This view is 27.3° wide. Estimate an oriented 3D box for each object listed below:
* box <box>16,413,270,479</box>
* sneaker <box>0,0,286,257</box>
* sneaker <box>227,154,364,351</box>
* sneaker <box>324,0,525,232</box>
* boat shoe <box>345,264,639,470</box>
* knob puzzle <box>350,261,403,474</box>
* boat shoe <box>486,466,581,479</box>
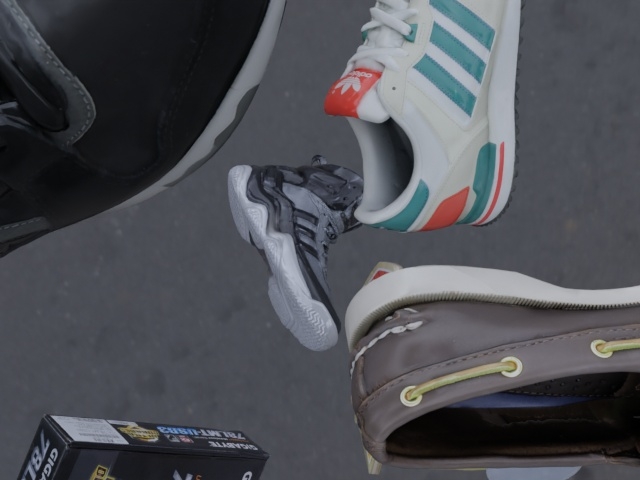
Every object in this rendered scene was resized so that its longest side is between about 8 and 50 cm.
[{"bbox_3d":[-0.233,0.349,1.510,0.073,0.293,0.295,35,105,46],"label":"box"},{"bbox_3d":[-0.127,-0.020,0.387,0.107,0.283,0.124,53,34,-5],"label":"sneaker"},{"bbox_3d":[0.000,0.000,1.547,0.153,0.101,0.268,-18,55,-16],"label":"sneaker"},{"bbox_3d":[0.040,-0.079,0.551,0.075,0.161,0.057,-12,17,-32],"label":"sneaker"},{"bbox_3d":[0.177,0.080,0.730,0.324,0.117,0.097,3,47,-6],"label":"boat shoe"},{"bbox_3d":[0.049,0.105,1.321,0.030,0.213,0.213,6,55,-10],"label":"knob puzzle"},{"bbox_3d":[0.281,0.175,1.442,0.095,0.084,0.258,43,108,-1],"label":"boat shoe"}]
